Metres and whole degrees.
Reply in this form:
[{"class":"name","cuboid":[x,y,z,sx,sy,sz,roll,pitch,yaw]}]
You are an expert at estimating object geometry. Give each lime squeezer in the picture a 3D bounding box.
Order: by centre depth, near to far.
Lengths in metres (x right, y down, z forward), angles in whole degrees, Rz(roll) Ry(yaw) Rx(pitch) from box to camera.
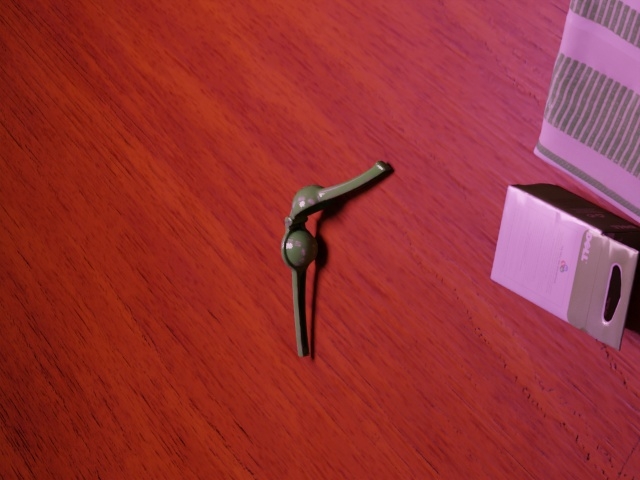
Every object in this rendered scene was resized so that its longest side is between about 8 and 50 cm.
[{"class":"lime squeezer","cuboid":[0.000,0.000,2.191,0.110,0.059,0.310,33,122,17]}]

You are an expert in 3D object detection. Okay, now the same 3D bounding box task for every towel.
[{"class":"towel","cuboid":[0.316,-0.149,1.556,0.248,0.038,0.325,37,140,29]}]

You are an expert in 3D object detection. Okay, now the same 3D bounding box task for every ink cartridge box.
[{"class":"ink cartridge box","cuboid":[0.269,0.024,1.753,0.209,0.062,0.109,32,118,52]}]
